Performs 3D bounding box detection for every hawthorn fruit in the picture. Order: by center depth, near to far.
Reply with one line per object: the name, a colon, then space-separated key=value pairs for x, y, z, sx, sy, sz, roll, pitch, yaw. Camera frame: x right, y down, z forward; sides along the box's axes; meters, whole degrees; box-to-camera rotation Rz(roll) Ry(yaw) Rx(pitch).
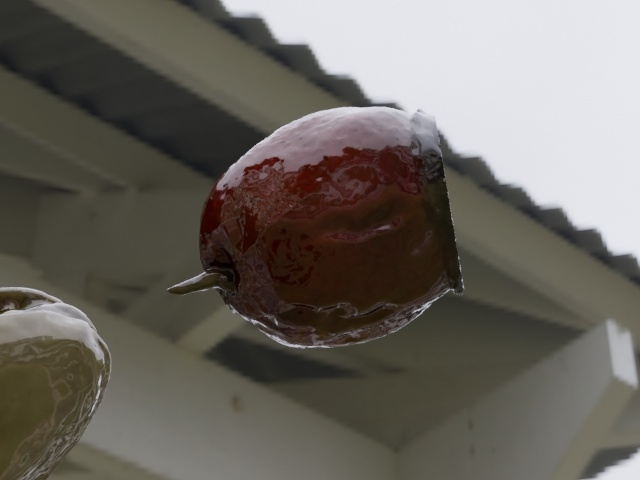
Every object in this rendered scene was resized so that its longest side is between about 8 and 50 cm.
hawthorn fruit: x=0.000 y=0.000 z=1.249 sx=0.251 sy=0.189 sz=0.189 roll=-29 pitch=-38 yaw=-14

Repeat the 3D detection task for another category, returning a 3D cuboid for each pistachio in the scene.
pistachio: x=-0.177 y=0.086 z=0.817 sx=0.149 sy=0.113 sz=0.113 roll=-30 pitch=-42 yaw=-8
